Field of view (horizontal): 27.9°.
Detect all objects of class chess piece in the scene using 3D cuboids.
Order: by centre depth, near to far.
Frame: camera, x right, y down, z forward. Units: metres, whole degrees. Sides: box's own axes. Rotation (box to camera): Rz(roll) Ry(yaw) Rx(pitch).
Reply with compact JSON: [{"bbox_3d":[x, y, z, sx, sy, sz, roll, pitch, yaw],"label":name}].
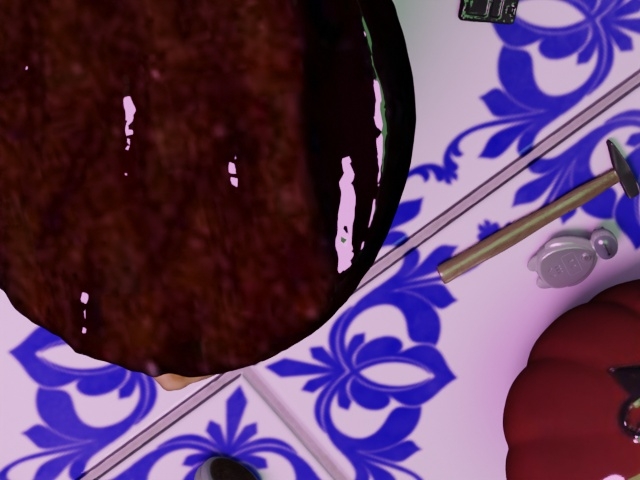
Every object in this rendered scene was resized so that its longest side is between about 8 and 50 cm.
[{"bbox_3d":[-0.105,0.256,1.188,0.067,0.067,0.103,26,114,-22],"label":"chess piece"}]

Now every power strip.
[{"bbox_3d":[0.231,0.012,1.180,0.083,0.035,0.055,-26,117,14],"label":"power strip"}]

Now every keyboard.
[{"bbox_3d":[0.149,-0.253,1.048,0.053,0.010,0.155,4,113,-14],"label":"keyboard"}]

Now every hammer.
[{"bbox_3d":[0.192,-0.020,1.161,0.198,0.013,0.062,-30,117,0],"label":"hammer"}]

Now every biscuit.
[{"bbox_3d":[-0.121,-0.103,0.902,0.407,0.091,0.408,8,110,23],"label":"biscuit"}]

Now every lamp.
[{"bbox_3d":[0.312,0.182,1.138,0.303,0.257,0.303,3,76,-10],"label":"lamp"}]

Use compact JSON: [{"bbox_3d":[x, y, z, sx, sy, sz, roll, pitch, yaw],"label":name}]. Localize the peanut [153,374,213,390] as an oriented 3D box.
[{"bbox_3d":[-0.063,-0.016,1.031,0.147,0.148,0.319,18,120,-20],"label":"peanut"}]
